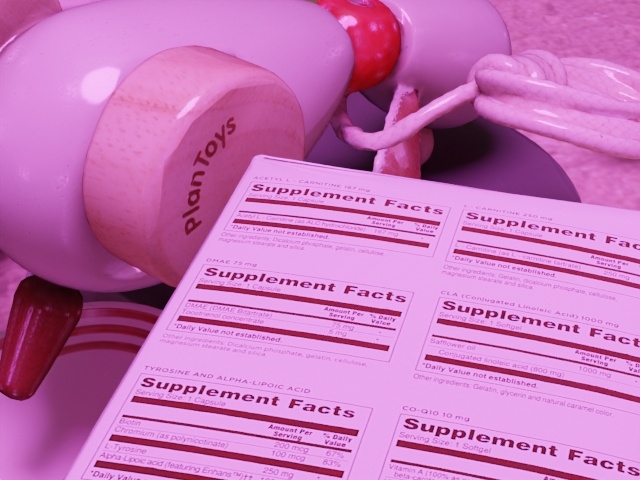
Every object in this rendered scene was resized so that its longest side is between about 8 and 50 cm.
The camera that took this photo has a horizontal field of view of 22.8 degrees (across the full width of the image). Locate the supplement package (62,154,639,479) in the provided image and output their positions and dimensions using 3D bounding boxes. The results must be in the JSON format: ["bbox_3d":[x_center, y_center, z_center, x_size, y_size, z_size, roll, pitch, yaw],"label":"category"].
[{"bbox_3d":[0.020,0.112,0.474,0.149,0.194,0.203,9,32,11],"label":"supplement package"}]

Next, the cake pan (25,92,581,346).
[{"bbox_3d":[0.000,0.000,0.783,0.293,0.054,0.293,1,32,-1],"label":"cake pan"}]

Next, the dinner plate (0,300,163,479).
[{"bbox_3d":[-0.100,0.085,0.646,0.141,0.017,0.141,-7,49,8],"label":"dinner plate"}]

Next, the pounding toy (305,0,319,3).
[{"bbox_3d":[-0.016,-0.211,0.970,0.183,0.110,0.237,8,60,-11],"label":"pounding toy"}]

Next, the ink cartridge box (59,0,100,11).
[{"bbox_3d":[-0.160,-0.240,1.110,0.237,0.100,0.172,-12,36,-21],"label":"ink cartridge box"}]

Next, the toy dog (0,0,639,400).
[{"bbox_3d":[-0.032,-0.026,0.667,0.334,0.161,0.220,1,26,-35],"label":"toy dog"}]
